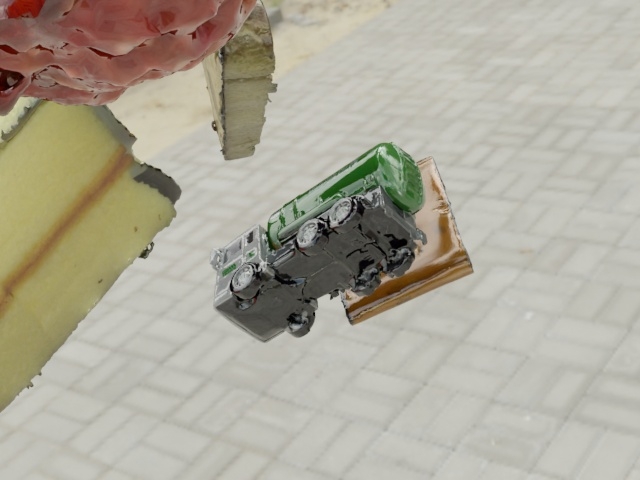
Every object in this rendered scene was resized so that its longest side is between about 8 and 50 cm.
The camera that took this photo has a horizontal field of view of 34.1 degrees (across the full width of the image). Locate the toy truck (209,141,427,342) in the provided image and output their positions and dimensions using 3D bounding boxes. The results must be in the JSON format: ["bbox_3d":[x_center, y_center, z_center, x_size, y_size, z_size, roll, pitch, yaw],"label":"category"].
[{"bbox_3d":[0.000,0.000,1.072,0.242,0.101,0.125,-33,39,25],"label":"toy truck"}]

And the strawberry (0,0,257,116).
[{"bbox_3d":[-0.069,-0.204,0.467,0.336,0.149,0.265,-38,58,23],"label":"strawberry"}]

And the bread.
[{"bbox_3d":[-0.371,0.025,1.315,0.242,0.345,0.405,9,77,26],"label":"bread"}]

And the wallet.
[{"bbox_3d":[0.090,0.001,1.240,0.161,0.042,0.195,-26,43,10],"label":"wallet"}]

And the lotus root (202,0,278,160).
[{"bbox_3d":[-0.116,-0.228,1.343,0.074,0.170,0.261,-16,-15,-13],"label":"lotus root"}]
